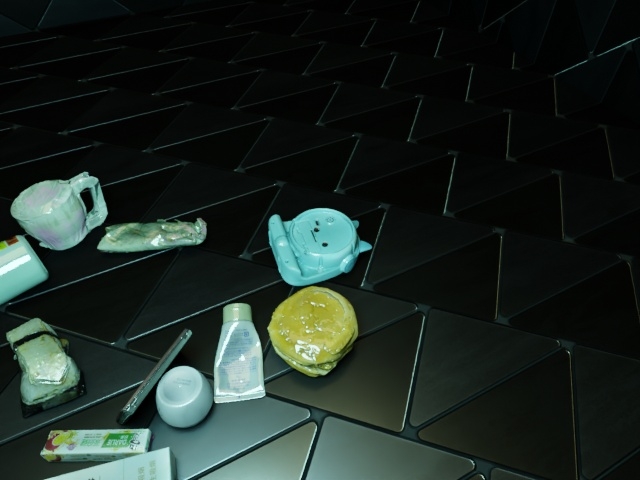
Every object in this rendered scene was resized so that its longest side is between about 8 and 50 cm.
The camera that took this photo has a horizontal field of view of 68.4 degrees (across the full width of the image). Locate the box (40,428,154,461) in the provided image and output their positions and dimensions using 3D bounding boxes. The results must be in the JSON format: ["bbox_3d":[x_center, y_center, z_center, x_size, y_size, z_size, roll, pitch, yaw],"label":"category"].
[{"bbox_3d":[-0.453,0.418,0.961,0.207,0.041,0.050,0,44,-1],"label":"box"}]

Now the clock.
[{"bbox_3d":[0.000,0.000,1.324,0.274,0.094,0.223,-15,50,-13],"label":"clock"}]

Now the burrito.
[{"bbox_3d":[-0.480,-0.012,1.348,0.309,0.066,0.096,-5,50,-2],"label":"burrito"}]

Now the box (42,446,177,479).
[{"bbox_3d":[-0.392,0.498,0.871,0.243,0.067,0.155,-10,46,-10],"label":"box"}]

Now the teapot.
[{"bbox_3d":[-0.735,-0.083,1.342,0.163,0.178,0.221,12,49,19],"label":"teapot"}]

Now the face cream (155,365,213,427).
[{"bbox_3d":[-0.290,0.332,1.000,0.117,0.104,0.117,1,48,-1],"label":"face cream"}]

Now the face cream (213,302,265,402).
[{"bbox_3d":[-0.194,0.264,1.108,0.114,0.070,0.224,-5,59,-5],"label":"face cream"}]

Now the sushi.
[{"bbox_3d":[-0.643,0.247,1.072,0.134,0.109,0.273,-22,50,-21],"label":"sushi"}]

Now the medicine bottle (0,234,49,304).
[{"bbox_3d":[-0.830,0.095,1.191,0.225,0.139,0.139,-35,56,-29],"label":"medicine bottle"}]

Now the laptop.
[{"bbox_3d":[-0.357,0.294,1.015,0.026,0.154,0.207,37,51,-5],"label":"laptop"}]

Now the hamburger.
[{"bbox_3d":[-0.014,0.210,1.125,0.214,0.108,0.214,-1,51,2],"label":"hamburger"}]
